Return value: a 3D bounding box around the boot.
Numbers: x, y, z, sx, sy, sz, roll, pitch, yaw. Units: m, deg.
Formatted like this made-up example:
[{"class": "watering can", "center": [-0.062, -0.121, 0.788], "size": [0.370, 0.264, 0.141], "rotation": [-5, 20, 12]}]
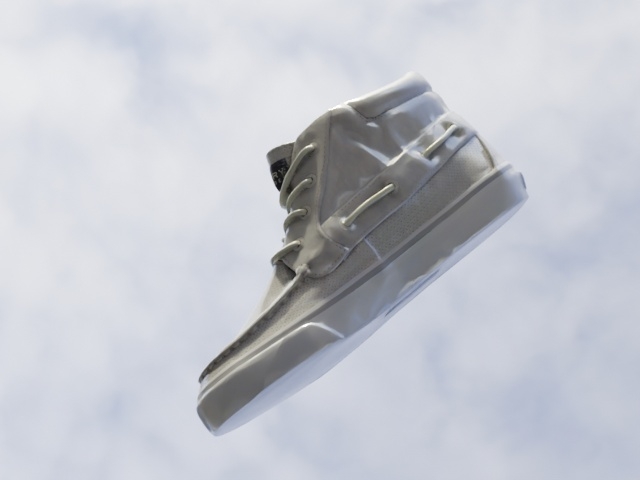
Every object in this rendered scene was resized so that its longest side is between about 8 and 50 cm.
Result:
[{"class": "boot", "center": [0.000, 0.000, 0.783], "size": [0.123, 0.258, 0.095], "rotation": [49, -26, 9]}]
